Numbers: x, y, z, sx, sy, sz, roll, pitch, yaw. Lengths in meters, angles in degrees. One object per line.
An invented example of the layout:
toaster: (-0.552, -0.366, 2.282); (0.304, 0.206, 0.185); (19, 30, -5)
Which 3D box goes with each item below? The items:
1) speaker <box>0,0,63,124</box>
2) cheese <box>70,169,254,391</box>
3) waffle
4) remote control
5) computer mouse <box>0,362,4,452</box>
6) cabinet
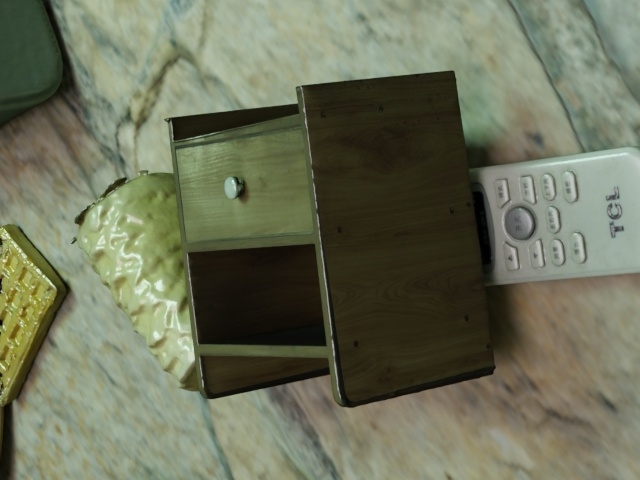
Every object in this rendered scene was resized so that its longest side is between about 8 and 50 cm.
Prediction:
speaker: (-0.402, -0.270, 1.373); (0.184, 0.183, 0.406); (-26, 83, 43)
cheese: (-0.107, 0.031, 1.231); (0.094, 0.123, 0.167); (-50, 65, 27)
waffle: (-0.292, 0.071, 1.442); (0.097, 0.023, 0.152); (43, 121, 27)
remote control: (0.154, -0.014, 1.079); (0.190, 0.029, 0.087); (-5, 94, 38)
computer mouse: (-0.360, 0.142, 1.483); (0.126, 0.056, 0.245); (3, 99, 38)
cabinet: (0.000, 0.000, 1.103); (0.175, 0.148, 0.215); (-5, 93, 52)
